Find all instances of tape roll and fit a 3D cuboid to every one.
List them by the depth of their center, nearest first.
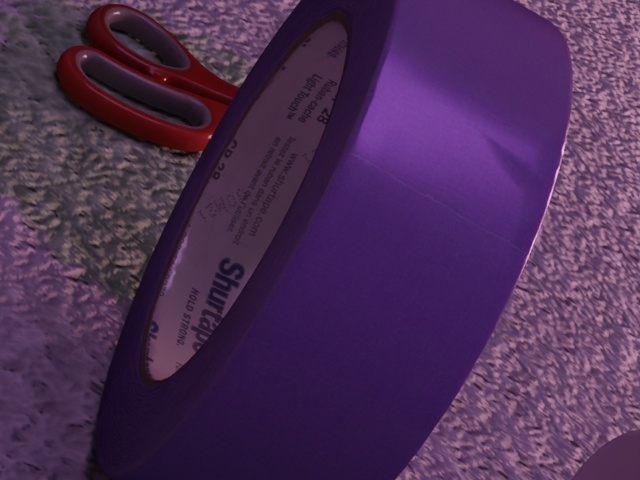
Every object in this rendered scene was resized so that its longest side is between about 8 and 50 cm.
[{"bbox_3d":[0.000,0.000,0.830,0.090,0.275,0.275,28,35,-14],"label":"tape roll"}]

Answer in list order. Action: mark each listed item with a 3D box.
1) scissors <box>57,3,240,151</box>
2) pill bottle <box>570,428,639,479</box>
[{"bbox_3d":[-0.023,-0.058,1.113,0.297,0.021,0.109,26,33,-19],"label":"scissors"},{"bbox_3d":[0.285,0.199,0.937,0.334,0.188,0.188,17,39,-28],"label":"pill bottle"}]
